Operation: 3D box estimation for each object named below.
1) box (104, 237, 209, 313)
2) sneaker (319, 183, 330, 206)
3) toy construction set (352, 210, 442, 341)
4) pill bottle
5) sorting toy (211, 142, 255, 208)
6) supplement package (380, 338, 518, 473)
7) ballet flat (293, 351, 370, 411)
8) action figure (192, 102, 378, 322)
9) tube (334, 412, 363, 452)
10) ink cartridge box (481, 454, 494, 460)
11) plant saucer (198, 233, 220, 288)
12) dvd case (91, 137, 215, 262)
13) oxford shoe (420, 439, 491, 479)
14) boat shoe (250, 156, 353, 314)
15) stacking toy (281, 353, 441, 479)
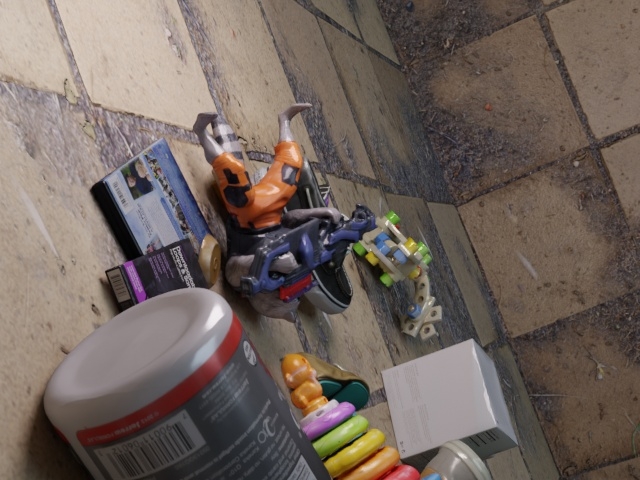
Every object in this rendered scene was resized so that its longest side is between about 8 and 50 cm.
[{"bbox_3d":[-0.193,0.069,1.378,0.162,0.029,0.116,-29,100,-63],"label":"box"},{"bbox_3d":[-0.016,-0.048,2.128,0.170,0.068,0.071,-77,158,-50],"label":"sneaker"},{"bbox_3d":[0.187,0.065,2.431,0.215,0.151,0.327,49,-9,45],"label":"toy construction set"},{"bbox_3d":[-0.109,0.248,1.152,0.363,0.210,0.210,62,17,-21],"label":"pill bottle"},{"bbox_3d":[-0.119,-0.052,1.830,0.193,0.038,0.208,64,12,-13],"label":"sorting toy"},{"bbox_3d":[0.256,0.335,2.202,0.149,0.203,0.194,44,29,-53],"label":"supplement package"},{"bbox_3d":[0.016,0.228,1.820,0.073,0.080,0.232,59,10,27],"label":"ballet flat"},{"bbox_3d":[-0.065,-0.040,1.696,0.341,0.178,0.330,-15,103,-54],"label":"action figure"},{"bbox_3d":[0.061,0.375,1.806,0.080,0.052,0.207,-4,70,-50],"label":"tube"},{"bbox_3d":[0.283,0.384,2.405,0.237,0.100,0.172,41,31,-59],"label":"ink cartridge box"},{"bbox_3d":[-0.155,0.033,1.564,0.083,0.015,0.083,5,90,-81],"label":"plant saucer"},{"bbox_3d":[-0.218,-0.030,1.503,0.180,0.022,0.253,65,16,-12],"label":"dvd case"},{"bbox_3d":[0.282,0.581,2.129,0.169,0.130,0.449,25,-38,52],"label":"oxford shoe"},{"bbox_3d":[0.000,0.000,1.869,0.121,0.119,0.335,-98,163,-46],"label":"boat shoe"},{"bbox_3d":[0.024,0.302,1.654,0.302,0.166,0.175,57,27,6],"label":"stacking toy"}]
